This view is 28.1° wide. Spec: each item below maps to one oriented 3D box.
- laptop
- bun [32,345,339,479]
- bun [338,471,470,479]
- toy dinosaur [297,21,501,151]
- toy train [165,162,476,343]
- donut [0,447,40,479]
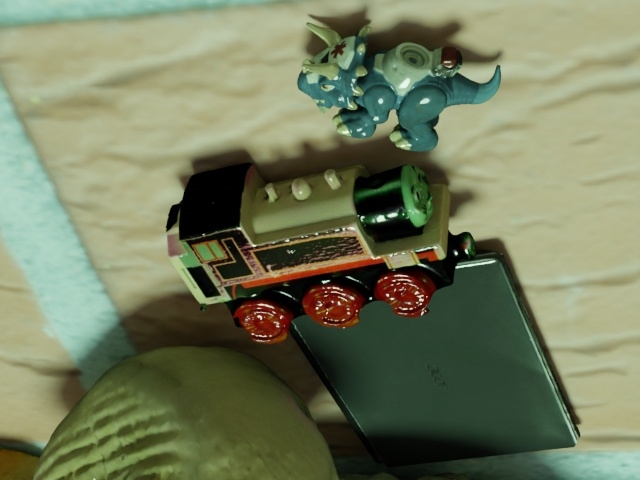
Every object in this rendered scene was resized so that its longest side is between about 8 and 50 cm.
[{"bbox_3d":[0.060,0.070,0.701,0.129,0.016,0.180,-10,138,20],"label":"laptop"},{"bbox_3d":[-0.071,0.154,0.698,0.128,0.178,0.193,12,152,-40],"label":"bun"},{"bbox_3d":[0.057,0.222,0.792,0.231,0.133,0.231,13,124,20],"label":"bun"},{"bbox_3d":[0.031,-0.065,0.530,0.083,0.030,0.047,13,142,-7],"label":"toy dinosaur"},{"bbox_3d":[0.000,0.000,0.599,0.138,0.050,0.087,-11,134,20],"label":"toy train"},{"bbox_3d":[-0.202,0.175,0.844,0.097,0.043,0.108,3,139,5],"label":"donut"}]
